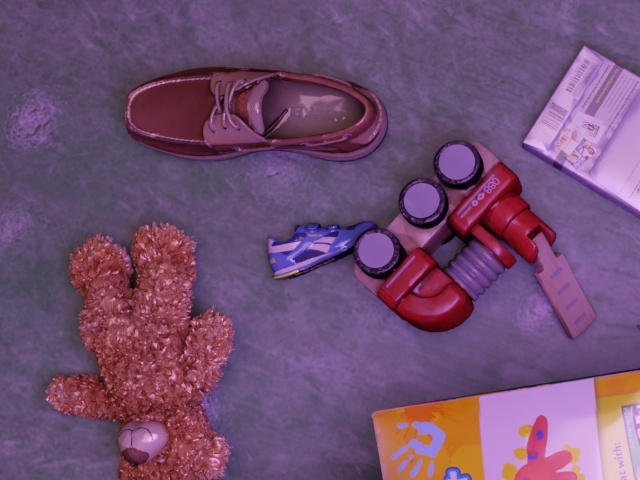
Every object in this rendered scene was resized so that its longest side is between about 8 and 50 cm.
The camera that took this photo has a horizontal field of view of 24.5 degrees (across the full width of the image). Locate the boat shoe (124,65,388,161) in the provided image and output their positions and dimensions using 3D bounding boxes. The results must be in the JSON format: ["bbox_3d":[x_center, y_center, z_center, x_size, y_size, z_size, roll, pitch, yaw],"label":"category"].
[{"bbox_3d":[-0.081,-0.164,1.807,0.324,0.120,0.122,0,83,6],"label":"boat shoe"}]

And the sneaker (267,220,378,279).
[{"bbox_3d":[0.000,0.000,1.814,0.144,0.053,0.059,-21,80,2],"label":"sneaker"}]

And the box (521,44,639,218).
[{"bbox_3d":[0.363,-0.129,1.798,0.186,0.038,0.145,31,88,9],"label":"box"}]

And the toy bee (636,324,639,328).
[{"bbox_3d":[0.419,0.242,1.687,0.298,0.162,0.195,47,134,17],"label":"toy bee"}]

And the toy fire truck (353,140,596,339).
[{"bbox_3d":[0.196,0.038,1.756,0.246,0.158,0.217,42,89,19],"label":"toy fire truck"}]

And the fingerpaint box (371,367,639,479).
[{"bbox_3d":[0.279,0.368,1.547,0.371,0.163,0.444,-12,82,16],"label":"fingerpaint box"}]

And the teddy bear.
[{"bbox_3d":[-0.216,0.143,1.790,0.245,0.113,0.338,5,84,9],"label":"teddy bear"}]
